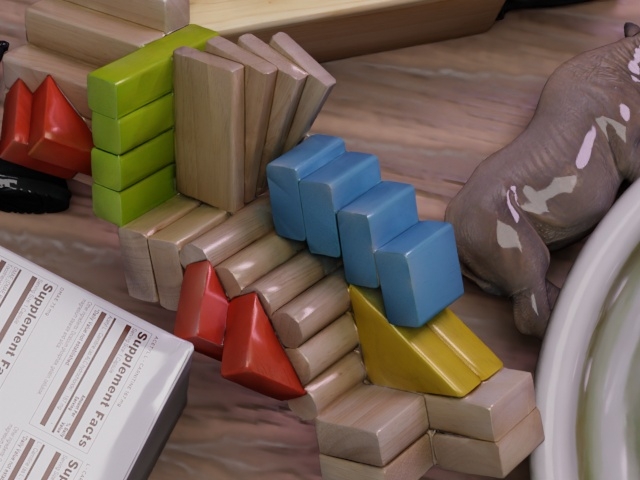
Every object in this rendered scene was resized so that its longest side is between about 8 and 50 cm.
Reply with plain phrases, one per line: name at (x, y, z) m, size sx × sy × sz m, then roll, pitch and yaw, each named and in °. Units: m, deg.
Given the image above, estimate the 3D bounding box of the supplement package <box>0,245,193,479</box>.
supplement package at (-0.187, 0.085, 0.973) m, size 0.203 × 0.194 × 0.149 m, roll 27°, pitch 76°, yaw 1°

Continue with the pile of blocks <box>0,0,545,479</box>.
pile of blocks at (-0.041, -0.005, 0.974) m, size 0.362 × 0.149 × 0.112 m, roll 41°, pitch 43°, yaw 15°

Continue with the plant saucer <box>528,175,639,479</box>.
plant saucer at (0.302, 0.117, 1.053) m, size 0.400 × 0.100 × 0.400 m, roll 1°, pitch 81°, yaw -7°

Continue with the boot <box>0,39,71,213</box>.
boot at (-0.197, -0.071, 1.090) m, size 0.121 × 0.045 × 0.099 m, roll 8°, pitch 71°, yaw -4°

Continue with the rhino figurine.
rhino figurine at (0.165, -0.051, 1.104) m, size 0.106 × 0.073 × 0.243 m, roll 40°, pitch 75°, yaw 2°

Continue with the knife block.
knife block at (0.060, -0.155, 1.109) m, size 0.242 × 0.088 × 0.275 m, roll 33°, pitch 76°, yaw 3°
